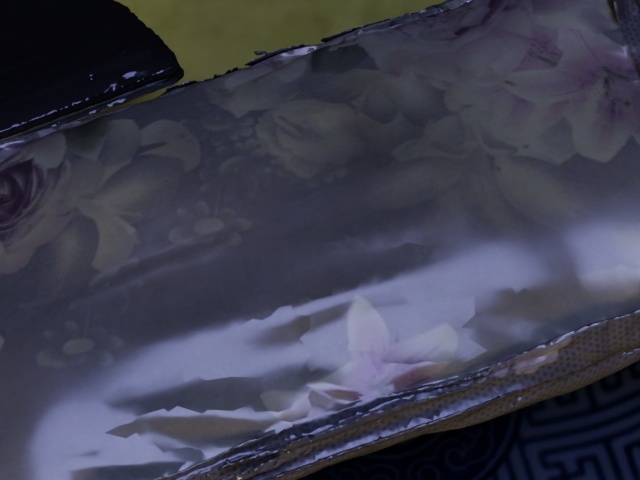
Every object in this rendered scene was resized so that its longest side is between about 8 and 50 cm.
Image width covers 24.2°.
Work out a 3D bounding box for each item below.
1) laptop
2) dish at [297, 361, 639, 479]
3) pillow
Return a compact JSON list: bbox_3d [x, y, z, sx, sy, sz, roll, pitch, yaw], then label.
[{"bbox_3d":[-0.149,-0.049,0.517,0.180,0.016,0.129,-24,31,-15],"label":"laptop"},{"bbox_3d":[0.019,0.046,0.483,0.243,0.080,0.182,-9,63,-6],"label":"dish"},{"bbox_3d":[0.000,0.000,0.431,0.255,0.059,0.169,-17,62,-8],"label":"pillow"}]
